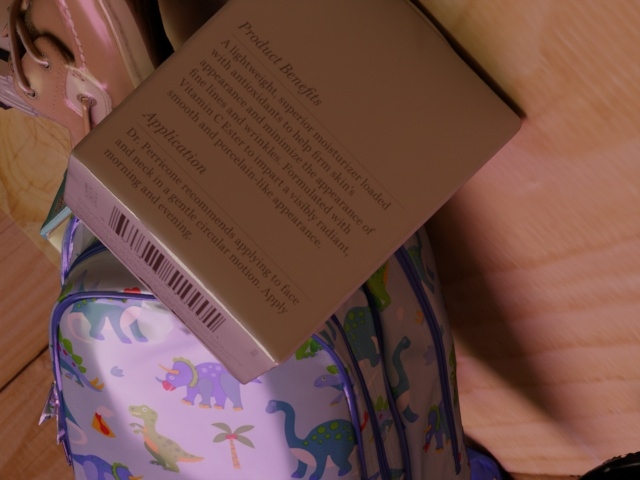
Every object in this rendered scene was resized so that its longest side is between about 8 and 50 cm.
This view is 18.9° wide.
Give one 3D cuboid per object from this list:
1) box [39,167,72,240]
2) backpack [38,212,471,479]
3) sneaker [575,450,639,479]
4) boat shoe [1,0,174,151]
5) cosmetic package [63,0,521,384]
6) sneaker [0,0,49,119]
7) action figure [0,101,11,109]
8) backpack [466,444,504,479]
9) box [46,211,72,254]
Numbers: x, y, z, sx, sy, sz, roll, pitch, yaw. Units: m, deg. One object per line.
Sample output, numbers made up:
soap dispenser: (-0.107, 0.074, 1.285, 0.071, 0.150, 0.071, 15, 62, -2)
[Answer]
box: (-0.121, 0.021, 1.672, 0.244, 0.060, 0.100, 39, -146, -19)
backpack: (-0.044, 0.077, 1.264, 0.290, 0.273, 0.355, 12, 117, 19)
sneaker: (0.245, 0.251, 1.230, 0.257, 0.169, 0.447, 54, 161, 7)
boat shoe: (-0.157, -0.122, 1.289, 0.341, 0.110, 0.121, 75, -177, -57)
cosmetic package: (-0.020, -0.042, 1.023, 0.151, 0.184, 0.151, 46, 168, 0)
sneaker: (-0.161, -0.127, 1.502, 0.235, 0.095, 0.090, 26, 162, 4)
action figure: (-0.345, -0.197, 1.766, 0.275, 0.141, 0.164, 50, 156, -8)
backpack: (0.128, 0.237, 1.663, 0.101, 0.098, 0.120, 14, 134, 53)
box: (-0.059, 0.065, 1.557, 0.322, 0.058, 0.232, 46, -158, -4)
